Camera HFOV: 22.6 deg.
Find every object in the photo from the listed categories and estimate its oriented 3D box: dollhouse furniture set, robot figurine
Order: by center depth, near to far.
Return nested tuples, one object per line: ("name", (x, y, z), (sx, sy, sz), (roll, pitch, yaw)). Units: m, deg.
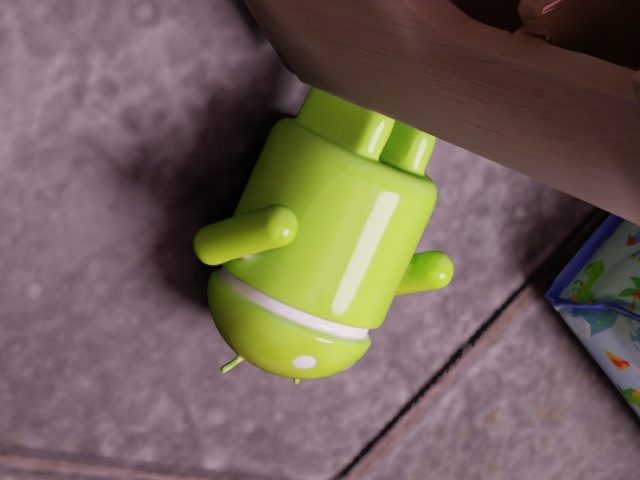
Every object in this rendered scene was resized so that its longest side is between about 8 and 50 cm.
("dollhouse furniture set", (0.014, -0.211, 0.392), (0.362, 0.256, 0.394), (-41, 123, -13))
("robot figurine", (0.000, 0.000, 0.591), (0.101, 0.067, 0.115), (14, 103, -48))

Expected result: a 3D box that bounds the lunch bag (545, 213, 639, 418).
("lunch bag", (0.194, 0.019, 0.675), (0.151, 0.096, 0.129), (-48, 118, -18))
